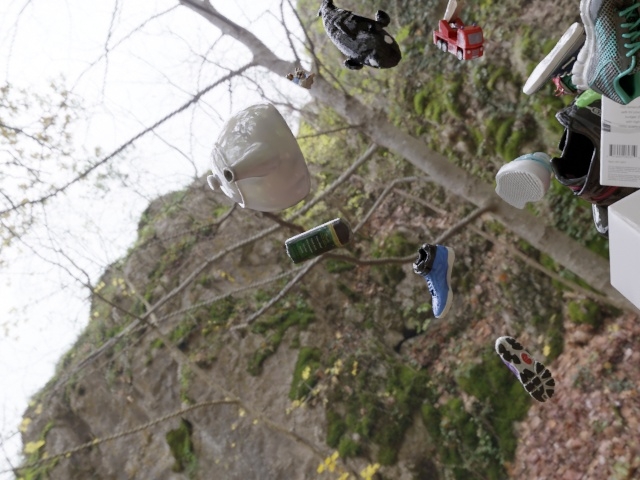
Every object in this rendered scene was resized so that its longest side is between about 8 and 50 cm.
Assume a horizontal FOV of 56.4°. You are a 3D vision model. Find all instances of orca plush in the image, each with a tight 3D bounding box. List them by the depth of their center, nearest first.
[{"bbox_3d":[0.072,-0.509,1.395,0.151,0.287,0.102,-37,-24,21],"label":"orca plush"}]

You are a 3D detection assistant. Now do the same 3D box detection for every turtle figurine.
[{"bbox_3d":[0.646,-0.415,1.490,0.118,0.175,0.234,-19,-23,39],"label":"turtle figurine"}]

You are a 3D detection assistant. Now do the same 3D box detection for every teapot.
[{"bbox_3d":[-0.150,-0.158,1.261,0.187,0.252,0.256,-28,-35,-10],"label":"teapot"}]

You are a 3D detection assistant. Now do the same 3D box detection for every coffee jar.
[{"bbox_3d":[0.000,0.000,1.687,0.184,0.079,0.096,-23,0,12],"label":"coffee jar"}]

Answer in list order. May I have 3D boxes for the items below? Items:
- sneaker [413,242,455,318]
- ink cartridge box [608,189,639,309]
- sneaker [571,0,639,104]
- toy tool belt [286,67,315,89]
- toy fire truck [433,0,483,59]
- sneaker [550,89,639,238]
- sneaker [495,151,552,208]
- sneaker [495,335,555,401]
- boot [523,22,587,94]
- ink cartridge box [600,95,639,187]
[{"bbox_3d":[0.227,0.081,1.232,0.058,0.084,0.152,161,120,-68],"label":"sneaker"},{"bbox_3d":[0.541,0.002,0.803,0.232,0.168,0.171,-28,-52,-2],"label":"ink cartridge box"},{"bbox_3d":[0.302,-0.202,0.591,0.065,0.076,0.166,-34,-35,-3],"label":"sneaker"},{"bbox_3d":[-0.056,-0.484,1.757,0.052,0.083,0.051,-14,-46,-64],"label":"toy tool belt"},{"bbox_3d":[0.275,-0.465,1.240,0.047,0.192,0.135,-17,-54,-11],"label":"toy fire truck"},{"bbox_3d":[0.664,-0.176,1.453,0.202,0.185,0.483,-28,-51,5],"label":"sneaker"},{"bbox_3d":[0.570,-0.192,1.635,0.150,0.135,0.366,-56,-7,1],"label":"sneaker"},{"bbox_3d":[0.466,0.289,1.363,0.068,0.170,0.071,-36,-14,-1],"label":"sneaker"},{"bbox_3d":[0.571,-0.407,1.404,0.190,0.086,0.069,-53,12,34],"label":"boot"},{"bbox_3d":[0.550,-0.193,0.982,0.086,0.148,0.203,-31,-59,-42],"label":"ink cartridge box"}]
